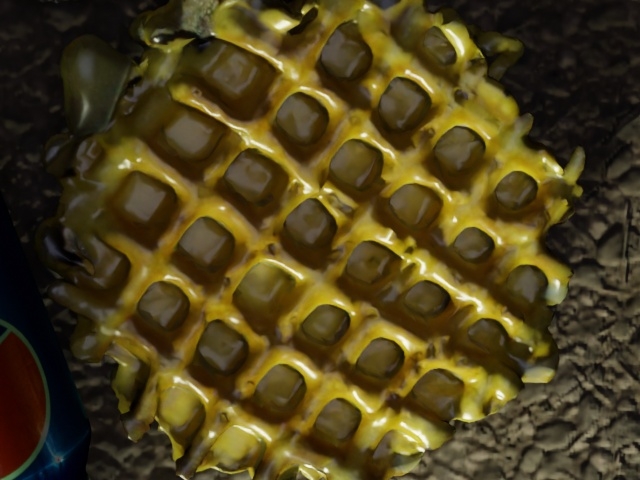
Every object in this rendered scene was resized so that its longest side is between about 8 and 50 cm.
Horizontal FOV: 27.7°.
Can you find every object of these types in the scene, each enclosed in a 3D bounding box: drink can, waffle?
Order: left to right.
[{"bbox_3d":[-0.195,0.053,0.663,0.118,0.118,0.204,-21,103,-7],"label":"drink can"},{"bbox_3d":[-0.004,-0.010,0.717,0.329,0.062,0.329,-2,100,-9],"label":"waffle"}]

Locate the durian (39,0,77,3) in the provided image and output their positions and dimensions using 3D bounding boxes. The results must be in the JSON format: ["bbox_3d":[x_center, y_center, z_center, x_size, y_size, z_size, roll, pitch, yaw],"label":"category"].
[{"bbox_3d":[-0.111,-0.169,0.671,0.140,0.071,0.110,17,95,-18],"label":"durian"}]
